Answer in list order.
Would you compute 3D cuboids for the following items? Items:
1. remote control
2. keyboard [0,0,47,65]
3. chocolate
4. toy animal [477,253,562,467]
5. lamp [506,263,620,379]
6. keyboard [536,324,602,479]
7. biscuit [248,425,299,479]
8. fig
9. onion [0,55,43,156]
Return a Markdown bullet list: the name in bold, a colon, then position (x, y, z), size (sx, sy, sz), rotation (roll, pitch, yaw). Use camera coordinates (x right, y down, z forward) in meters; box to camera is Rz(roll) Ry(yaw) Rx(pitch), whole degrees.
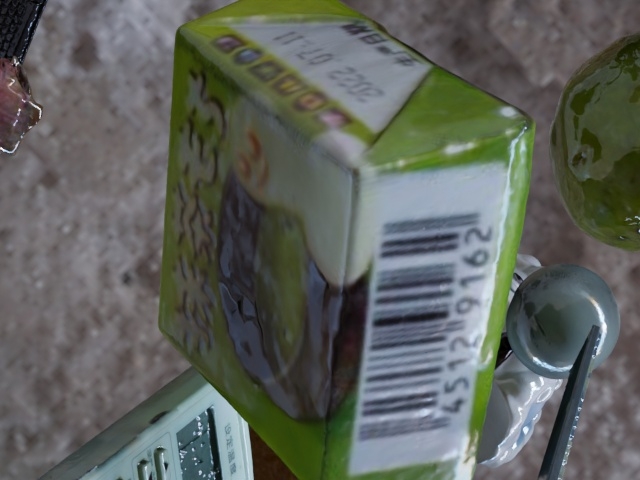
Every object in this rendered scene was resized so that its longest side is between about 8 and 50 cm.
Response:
- **remote control**: position (-0.156, 0.219, 1.291), size (0.050, 0.145, 0.344), rotation (4, -159, 27)
- **keyboard**: position (-0.305, -0.262, 1.724), size (0.023, 0.072, 0.231), rotation (15, 99, -56)
- **chocolate**: position (0.000, 0.000, 1.202), size (0.137, 0.301, 0.289), rotation (-10, -148, -30)
- **toy animal**: position (0.163, 0.100, 1.663), size (0.156, 0.208, 0.204), rotation (-24, 149, -35)
- **lamp**: position (0.219, 0.074, 1.519), size (0.105, 0.105, 0.105), rotation (-43, -174, 6)
- **keyboard**: position (0.171, 0.134, 1.183), size (0.176, 0.014, 0.055), rotation (-63, 170, -49)
- **biscuit**: position (-0.041, 0.237, 1.660), size (0.287, 0.344, 0.057), rotation (-1, -174, 10)
- **fig**: position (0.339, -0.066, 1.706), size (0.233, 0.233, 0.314), rotation (-48, 154, -34)
- **onion**: position (-0.419, -0.162, 1.445), size (0.348, 0.385, 0.348), rotation (19, 90, -88)
